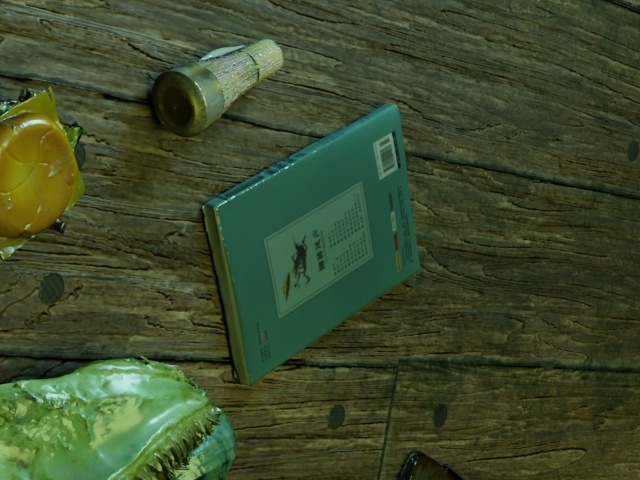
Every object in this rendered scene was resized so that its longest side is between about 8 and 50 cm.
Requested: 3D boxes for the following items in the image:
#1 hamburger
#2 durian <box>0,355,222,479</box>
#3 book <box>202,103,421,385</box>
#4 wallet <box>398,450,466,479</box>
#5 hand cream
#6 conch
[{"bbox_3d":[-0.333,-0.075,1.748,0.189,0.093,0.164,-27,121,-41],"label":"hamburger"},{"bbox_3d":[-0.287,0.249,1.841,0.394,0.163,0.198,-17,73,-27],"label":"durian"},{"bbox_3d":[0.000,0.000,2.205,0.379,0.031,0.264,-30,120,-42],"label":"book"},{"bbox_3d":[0.187,0.421,2.524,0.255,0.031,0.137,43,66,-46],"label":"wallet"},{"bbox_3d":[-0.113,-0.197,1.994,0.203,0.084,0.084,-35,124,-46],"label":"hand cream"},{"bbox_3d":[-0.170,0.293,2.005,0.176,0.122,0.188,6,95,-55],"label":"conch"}]
